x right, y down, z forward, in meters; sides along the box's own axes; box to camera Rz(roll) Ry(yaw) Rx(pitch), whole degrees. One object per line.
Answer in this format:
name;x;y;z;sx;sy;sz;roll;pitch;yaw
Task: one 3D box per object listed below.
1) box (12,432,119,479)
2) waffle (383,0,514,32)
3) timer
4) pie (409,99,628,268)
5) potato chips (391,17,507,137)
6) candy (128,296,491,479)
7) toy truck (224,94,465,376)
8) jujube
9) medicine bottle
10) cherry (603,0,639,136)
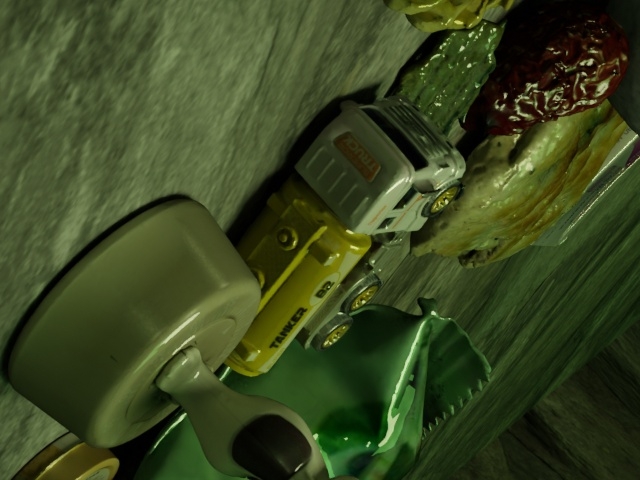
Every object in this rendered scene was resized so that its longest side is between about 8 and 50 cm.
box;-0.204;0.193;1.492;0.105;0.037;0.105;-43;167;-13
waffle;0.149;-0.243;1.254;0.261;0.056;0.250;-50;165;24
timer;-0.053;0.122;1.253;0.175;0.266;0.175;-43;166;-13
pie;0.217;-0.087;1.846;0.337;0.075;0.337;-43;165;-14
potato chips;0.076;-0.096;1.494;0.092;0.028;0.207;-6;145;-34
candy;-0.068;0.191;1.636;0.398;0.172;0.263;-32;166;-13
toy truck;0.000;0.000;1.417;0.227;0.098;0.114;-51;160;25
jujube;0.183;-0.139;1.556;0.166;0.104;0.104;-33;161;-37
medicine bottle;0.305;-0.080;2.178;0.201;0.052;0.171;-47;167;10
cherry;0.355;-0.182;1.662;0.255;0.218;0.296;-34;140;-55
